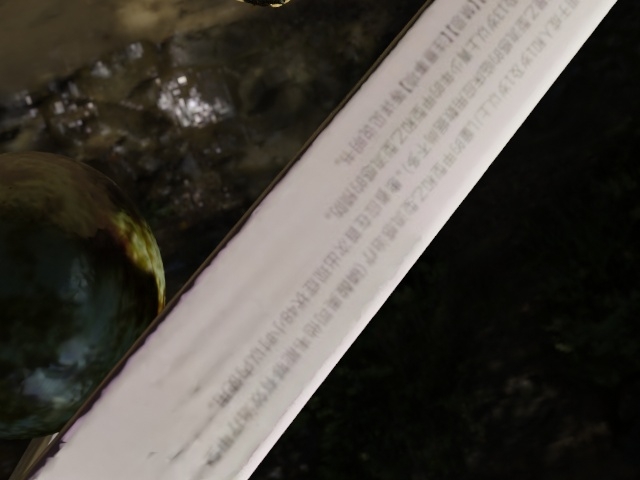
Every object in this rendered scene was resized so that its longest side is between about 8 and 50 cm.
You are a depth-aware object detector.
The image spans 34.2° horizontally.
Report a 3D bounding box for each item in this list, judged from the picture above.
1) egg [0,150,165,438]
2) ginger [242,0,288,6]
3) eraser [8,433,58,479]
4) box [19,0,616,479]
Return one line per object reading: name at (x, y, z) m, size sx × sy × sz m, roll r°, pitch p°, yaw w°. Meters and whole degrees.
egg at (-0.253, 0.039, 0.910) m, size 0.238 × 0.238 × 0.289 m, roll -21°, pitch -157°, yaw 7°
ginger at (-0.074, -0.207, 0.598) m, size 0.052 × 0.176 × 0.193 m, roll -33°, pitch -167°, yaw 3°
eraser at (-0.321, 0.311, 1.351) m, size 0.082 × 0.213 × 0.397 m, roll -9°, pitch -150°, yaw 20°
box at (0.000, 0.000, 0.480) m, size 0.343 × 0.065 × 0.200 m, roll -51°, pitch -178°, yaw -17°
